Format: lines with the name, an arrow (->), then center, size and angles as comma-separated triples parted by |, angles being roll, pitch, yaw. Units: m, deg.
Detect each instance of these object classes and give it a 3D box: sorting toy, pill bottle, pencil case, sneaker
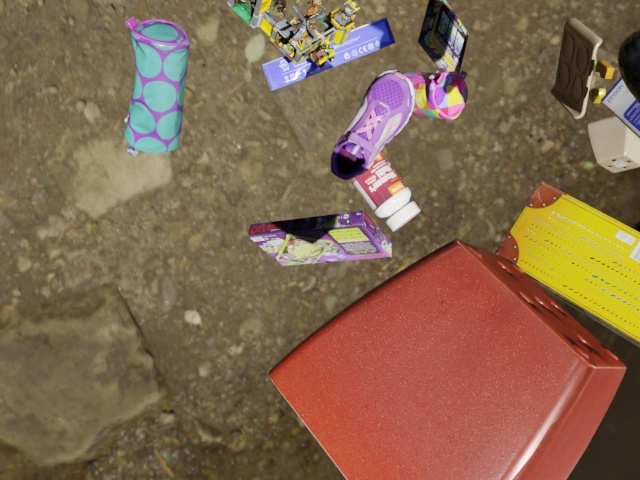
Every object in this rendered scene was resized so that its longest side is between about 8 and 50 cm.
sorting toy -> 0.732, -0.462, 1.998 | 0.041, 0.307, 0.229 | -1, 124, -6
pill bottle -> 0.180, -0.143, 2.049 | 0.121, 0.121, 0.221 | -37, 83, 2
pencil case -> -0.188, -0.171, 0.812 | 0.070, 0.064, 0.152 | 21, 129, 4
pencil case -> 0.210, -0.315, 1.525 | 0.104, 0.236, 0.105 | -6, 103, -29
sneaker -> 0.088, -0.199, 1.322 | 0.095, 0.104, 0.236 | 35, 122, 3

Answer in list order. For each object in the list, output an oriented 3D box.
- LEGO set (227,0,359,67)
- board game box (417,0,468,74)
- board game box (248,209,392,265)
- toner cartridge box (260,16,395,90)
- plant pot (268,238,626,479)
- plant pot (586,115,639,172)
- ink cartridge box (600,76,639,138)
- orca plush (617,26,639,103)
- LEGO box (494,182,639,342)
LEGO set -> -0.058, -0.598, 1.724 | 0.255, 0.331, 0.192 | -31, 166, -28
board game box -> 0.338, -0.556, 1.969 | 0.170, 0.048, 0.141 | 35, 66, -46
board game box -> 0.000, 0.000, 1.979 | 0.346, 0.056, 0.208 | -6, 148, 26
toner cartridge box -> 0.013, -0.496, 1.925 | 0.347, 0.165, 0.075 | -22, 104, -2
plant pot -> 0.159, 0.151, 0.765 | 0.236, 0.267, 0.267 | -52, 149, 14
plant pot -> 0.683, -0.217, 1.644 | 0.109, 0.109, 0.096 | 21, 70, -34
ink cartridge box -> 0.605, -0.203, 1.161 | 0.065, 0.333, 0.165 | 21, 121, -28
orca plush -> 0.425, -0.126, 0.856 | 0.102, 0.151, 0.287 | -22, 85, -12
LEGO box -> 0.678, 0.107, 1.577 | 0.193, 0.500, 0.372 | -58, 151, 5
